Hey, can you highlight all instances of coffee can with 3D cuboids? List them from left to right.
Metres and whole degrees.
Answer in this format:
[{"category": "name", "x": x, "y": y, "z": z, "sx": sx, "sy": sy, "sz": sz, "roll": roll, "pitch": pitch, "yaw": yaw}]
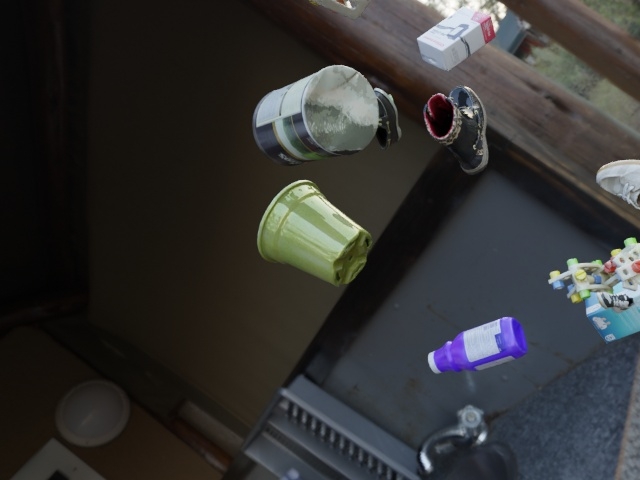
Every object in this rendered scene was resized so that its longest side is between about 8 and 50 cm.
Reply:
[{"category": "coffee can", "x": -0.019, "y": -0.293, "z": 1.382, "sx": 0.201, "sy": 0.201, "sz": 0.275, "roll": -53, "pitch": 24, "yaw": -18}]

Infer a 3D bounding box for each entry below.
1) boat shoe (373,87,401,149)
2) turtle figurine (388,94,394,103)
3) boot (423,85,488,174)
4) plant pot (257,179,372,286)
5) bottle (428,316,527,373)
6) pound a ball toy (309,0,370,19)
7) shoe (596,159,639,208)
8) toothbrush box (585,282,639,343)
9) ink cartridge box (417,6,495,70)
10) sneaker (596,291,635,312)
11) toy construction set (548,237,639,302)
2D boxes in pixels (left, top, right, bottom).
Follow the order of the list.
[{"category": "boat shoe", "x": 0.194, "y": -0.371, "z": 1.764, "sx": 0.068, "sy": 0.081, "sz": 0.227, "roll": -47, "pitch": -36, "yaw": -11}, {"category": "turtle figurine", "x": 0.110, "y": -0.468, "z": 2.004, "sx": 0.267, "sy": 0.274, "sz": 0.197, "roll": -18, "pitch": -26, "yaw": -4}, {"category": "boot", "x": 0.492, "y": -0.454, "z": 2.085, "sx": 0.138, "sy": 0.284, "sz": 0.376, "roll": -16, "pitch": 63, "yaw": 36}, {"category": "plant pot", "x": 0.000, "y": 0.000, "z": 1.671, "sx": 0.276, "sy": 0.254, "sz": 0.276, "roll": -38, "pitch": -35, "yaw": -32}, {"category": "bottle", "x": 0.448, "y": 0.317, "z": 1.650, "sx": 0.283, "sy": 0.092, "sz": 0.118, "roll": -29, "pitch": 43, "yaw": 32}, {"category": "pound a ball toy", "x": 0.020, "y": -0.827, "z": 1.814, "sx": 0.319, "sy": 0.208, "sz": 0.136, "roll": 9, "pitch": -39, "yaw": -35}, {"category": "shoe", "x": 0.578, "y": -0.087, "z": 0.978, "sx": 0.058, "sy": 0.219, "sz": 0.076, "roll": -47, "pitch": -51, "yaw": -20}, {"category": "toothbrush box", "x": 1.032, "y": 0.177, "z": 1.852, "sx": 0.296, "sy": 0.126, "sz": 0.216, "roll": -34, "pitch": 9, "yaw": 31}, {"category": "ink cartridge box", "x": 0.522, "y": -0.781, "z": 2.200, "sx": 0.237, "sy": 0.172, "sz": 0.100, "roll": -36, "pitch": -48, "yaw": -4}, {"category": "sneaker", "x": 0.500, "y": 0.099, "z": 0.964, "sx": 0.037, "sy": 0.083, "sz": 0.031, "roll": -36, "pitch": 51, "yaw": 41}, {"category": "toy construction set", "x": 0.808, "y": 0.080, "z": 1.577, "sx": 0.327, "sy": 0.215, "sz": 0.151, "roll": 120, "pitch": 146, "yaw": -75}]
